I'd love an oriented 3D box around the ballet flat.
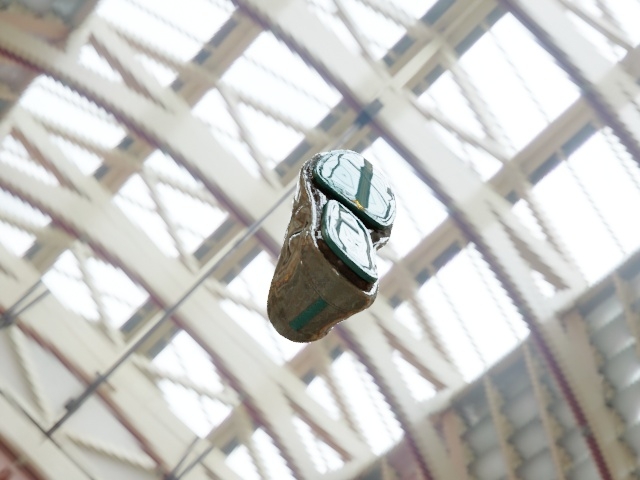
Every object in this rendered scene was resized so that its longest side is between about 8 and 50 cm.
[{"bbox_3d":[0.000,0.000,0.690,0.057,0.168,0.052,42,-73,-6],"label":"ballet flat"}]
